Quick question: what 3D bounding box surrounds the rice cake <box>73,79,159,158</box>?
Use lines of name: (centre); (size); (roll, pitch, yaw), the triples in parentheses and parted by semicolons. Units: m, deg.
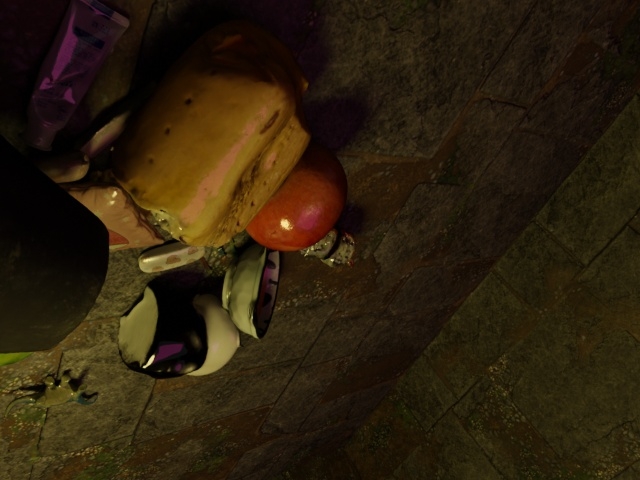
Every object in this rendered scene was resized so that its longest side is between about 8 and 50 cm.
rice cake: (-0.377, -0.226, 0.986); (0.206, 0.036, 0.047); (-37, 147, -1)

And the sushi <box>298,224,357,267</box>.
sushi: (0.000, 0.000, 1.541); (0.332, 0.124, 0.130); (18, 108, -51)

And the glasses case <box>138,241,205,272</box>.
glasses case: (-0.370, 0.038, 1.306); (0.164, 0.041, 0.063); (-16, 143, -19)

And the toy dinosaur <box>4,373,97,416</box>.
toy dinosaur: (-0.740, 0.449, 1.452); (0.247, 0.075, 0.188); (-16, 149, -39)

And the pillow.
pillow: (-0.456, -0.040, 1.042); (0.235, 0.084, 0.223); (-3, 149, 9)

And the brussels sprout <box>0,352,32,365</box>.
brussels sprout: (-0.594, 0.090, 0.957); (0.259, 0.294, 0.227); (7, 131, 12)

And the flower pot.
flower pot: (-0.460, 0.026, 0.726); (0.379, 0.379, 0.251); (-45, 136, 12)

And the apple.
apple: (-0.067, -0.106, 1.236); (0.271, 0.252, 0.206); (-29, 134, 17)

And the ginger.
ginger: (-0.417, -0.093, 1.100); (0.193, 0.053, 0.176); (-39, 138, 25)

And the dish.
dish: (-0.195, 0.127, 1.446); (0.120, 0.303, 0.303); (9, 141, 6)

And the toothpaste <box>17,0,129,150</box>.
toothpaste: (-0.423, -0.276, 0.875); (0.096, 0.061, 0.266); (18, 112, -50)

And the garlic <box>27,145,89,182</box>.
garlic: (-0.467, -0.131, 0.948); (0.152, 0.084, 0.066); (-6, 128, 6)

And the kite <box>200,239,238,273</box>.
kite: (-0.296, -0.016, 1.346); (0.169, 0.015, 0.310); (-24, 144, -17)

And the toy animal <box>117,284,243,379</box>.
toy animal: (-0.371, 0.268, 1.435); (0.309, 0.251, 0.251); (22, 116, -45)

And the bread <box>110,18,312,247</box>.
bread: (-0.185, -0.209, 0.989); (0.394, 0.250, 0.361); (-54, 173, 6)
